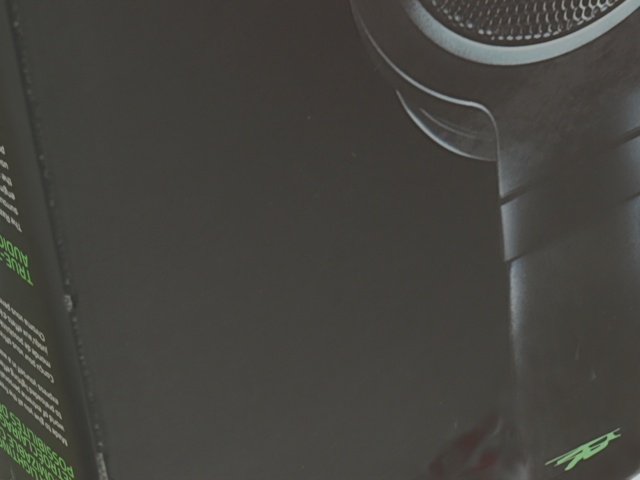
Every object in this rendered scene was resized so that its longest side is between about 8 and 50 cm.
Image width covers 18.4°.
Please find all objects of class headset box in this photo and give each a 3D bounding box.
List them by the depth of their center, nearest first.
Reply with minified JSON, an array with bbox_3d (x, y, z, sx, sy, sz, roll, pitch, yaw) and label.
[{"bbox_3d":[0.016,-0.065,0.426,0.131,0.246,0.283,35,-39,45],"label":"headset box"}]
